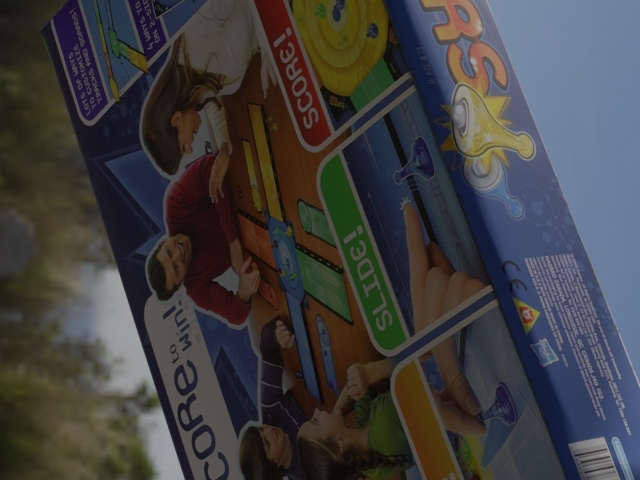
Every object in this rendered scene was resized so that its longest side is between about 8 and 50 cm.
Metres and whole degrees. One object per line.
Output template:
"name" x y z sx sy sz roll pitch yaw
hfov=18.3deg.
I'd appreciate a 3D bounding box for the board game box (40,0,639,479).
"board game box" 0.000 0.000 0.495 0.136 0.035 0.201 -37 -115 46
